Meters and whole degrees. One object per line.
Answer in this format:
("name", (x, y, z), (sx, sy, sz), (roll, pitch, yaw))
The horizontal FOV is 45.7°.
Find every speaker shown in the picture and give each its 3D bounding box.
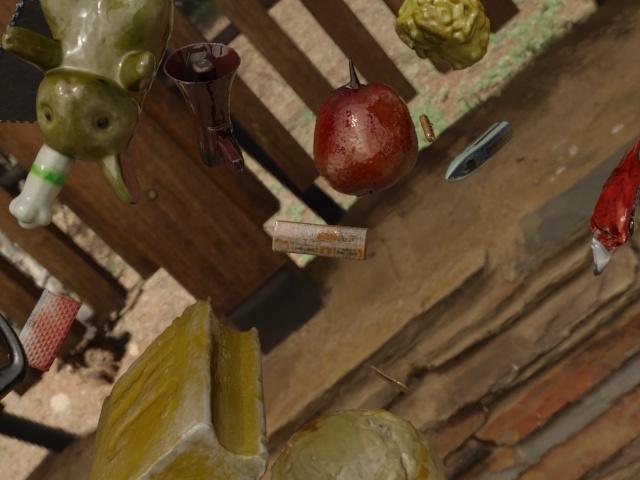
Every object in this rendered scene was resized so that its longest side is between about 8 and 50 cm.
("speaker", (-0.261, -0.331, 2.022), (0.259, 0.329, 0.198), (22, 50, 32))

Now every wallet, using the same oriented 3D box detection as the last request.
("wallet", (-0.677, 0.220, 1.872), (0.020, 0.103, 0.196), (125, 166, -56))

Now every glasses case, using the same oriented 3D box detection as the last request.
("glasses case", (0.000, 0.000, 1.768), (0.218, 0.075, 0.049), (6, 4, 12))

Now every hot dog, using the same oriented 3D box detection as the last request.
("hot dog", (0.353, -0.368, 2.481), (0.037, 0.049, 0.122), (-28, 54, 20))

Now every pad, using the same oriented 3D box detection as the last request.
("pad", (-0.491, -0.321, 1.405), (0.270, 0.012, 0.269), (-12, -36, -57))

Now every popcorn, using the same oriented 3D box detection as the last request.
("popcorn", (0.299, -0.519, 1.810), (0.266, 0.233, 0.192), (11, -79, -77))

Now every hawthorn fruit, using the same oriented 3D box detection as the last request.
("hawthorn fruit", (0.110, -0.296, 2.006), (0.285, 0.368, 0.285), (-6, 12, 1))

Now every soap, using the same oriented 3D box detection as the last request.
("soap", (-0.218, 0.290, 1.147), (0.293, 0.156, 0.335), (-43, 25, 14))

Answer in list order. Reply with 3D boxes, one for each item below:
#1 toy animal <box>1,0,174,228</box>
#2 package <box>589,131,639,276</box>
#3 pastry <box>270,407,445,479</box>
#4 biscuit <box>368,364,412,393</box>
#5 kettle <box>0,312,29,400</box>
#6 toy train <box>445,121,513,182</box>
("toy animal", (-0.294, -0.195, 0.977), (0.180, 0.181, 0.362), (91, -171, -73))
("package", (0.485, -0.081, 1.224), (0.194, 0.071, 0.269), (100, -175, -69))
("pastry", (0.069, 0.516, 1.532), (0.388, 0.388, 0.313), (-45, 26, -8))
("biscuit", (0.185, 0.370, 2.022), (0.147, 0.071, 0.018), (23, 74, 45))
("kettle", (-0.609, 0.185, 1.241), (0.202, 0.232, 0.144), (-36, -8, -35))
("toy train", (0.360, -0.194, 1.715), (0.048, 0.055, 0.252), (-2, 29, 45))
